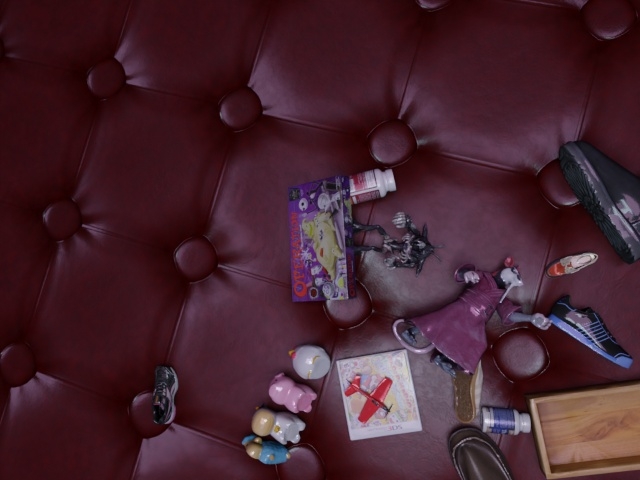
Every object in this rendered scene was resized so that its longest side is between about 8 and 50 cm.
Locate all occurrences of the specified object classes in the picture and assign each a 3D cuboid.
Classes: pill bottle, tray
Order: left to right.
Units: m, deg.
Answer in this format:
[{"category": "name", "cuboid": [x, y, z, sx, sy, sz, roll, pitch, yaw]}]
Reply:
[{"category": "pill bottle", "cuboid": [0.140, -0.160, 1.456, 0.152, 0.086, 0.086, -13, 82, 8]}, {"category": "pill bottle", "cuboid": [0.494, 0.484, 1.335, 0.120, 0.067, 0.067, 1, 84, 11]}, {"category": "tray", "cuboid": [0.765, 0.476, 1.285, 0.410, 0.076, 0.203, -11, 83, 10]}]

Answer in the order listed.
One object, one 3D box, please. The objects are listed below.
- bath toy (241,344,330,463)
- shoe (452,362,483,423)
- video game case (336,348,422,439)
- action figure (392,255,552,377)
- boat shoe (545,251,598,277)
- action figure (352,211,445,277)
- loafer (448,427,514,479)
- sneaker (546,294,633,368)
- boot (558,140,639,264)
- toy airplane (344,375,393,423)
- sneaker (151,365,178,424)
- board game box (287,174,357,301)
[{"category": "bath toy", "cuboid": [-0.100, 0.448, 1.422, 0.129, 0.151, 0.348, 25, 88, 47]}, {"category": "shoe", "cuboid": [0.405, 0.386, 1.372, 0.076, 0.058, 0.219, -3, 78, 41]}, {"category": "video game case", "cuboid": [0.165, 0.438, 1.420, 0.206, 0.026, 0.227, -12, 82, 9]}, {"category": "action figure", "cuboid": [0.417, 0.194, 1.345, 0.370, 0.276, 0.248, -43, 90, -16]}, {"category": "boat shoe", "cuboid": [0.682, 0.066, 1.357, 0.137, 0.043, 0.049, -20, 83, 9]}, {"category": "action figure", "cuboid": [0.208, 0.010, 1.401, 0.275, 0.141, 0.164, 8, 82, 14]}, {"category": "loafer", "cuboid": [0.461, 0.663, 1.290, 0.133, 0.130, 0.366, -31, 80, 6]}, {"category": "sneaker", "cuboid": [0.723, 0.238, 1.312, 0.232, 0.081, 0.090, 35, 98, 13]}, {"category": "boot", "cuboid": [0.909, -0.202, 1.289, 0.445, 0.146, 0.367, -31, 88, 9]}, {"category": "toy airplane", "cuboid": [0.134, 0.435, 1.398, 0.151, 0.028, 0.151, -1, 86, 10]}, {"category": "sneaker", "cuboid": [-0.476, 0.468, 1.506, 0.072, 0.077, 0.178, -10, 82, 8]}, {"category": "board game box", "cuboid": [0.000, 0.000, 1.440, 0.208, 0.056, 0.347, -10, 81, 43]}]
